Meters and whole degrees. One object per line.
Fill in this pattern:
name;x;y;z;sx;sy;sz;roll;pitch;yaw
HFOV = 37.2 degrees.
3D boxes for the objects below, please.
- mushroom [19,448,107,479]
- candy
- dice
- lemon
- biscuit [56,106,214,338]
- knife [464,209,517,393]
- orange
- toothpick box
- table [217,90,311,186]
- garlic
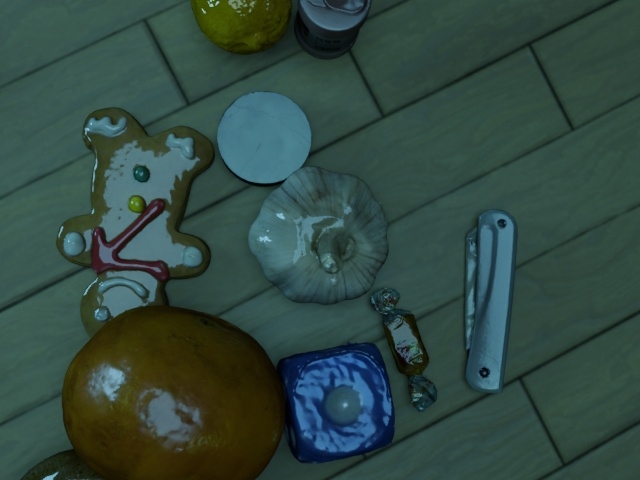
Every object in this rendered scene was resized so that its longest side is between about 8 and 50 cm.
mushroom;-0.304;0.395;1.250;0.253;0.153;0.253;0;88;-3
candy;0.123;0.154;1.361;0.053;0.046;0.182;-20;83;-3
dice;0.018;0.217;1.296;0.143;0.146;0.146;-10;86;-8
lemon;-0.113;-0.345;1.325;0.142;0.142;0.187;-10;74;-6
biscuit;-0.258;-0.009;1.337;0.216;0.047;0.340;12;85;-3
knife;0.244;0.087;1.381;0.073;0.040;0.265;3;86;6
orange;-0.184;0.203;1.209;0.284;0.284;0.226;20;98;-4
toothpick box;0.015;-0.319;1.331;0.098;0.149;0.098;0;86;-4
table;-0.081;-0.145;1.363;0.133;0.043;0.133;0;86;-5
garlic;0.000;0.000;1.270;0.199;0.226;0.199;0;97;-3
